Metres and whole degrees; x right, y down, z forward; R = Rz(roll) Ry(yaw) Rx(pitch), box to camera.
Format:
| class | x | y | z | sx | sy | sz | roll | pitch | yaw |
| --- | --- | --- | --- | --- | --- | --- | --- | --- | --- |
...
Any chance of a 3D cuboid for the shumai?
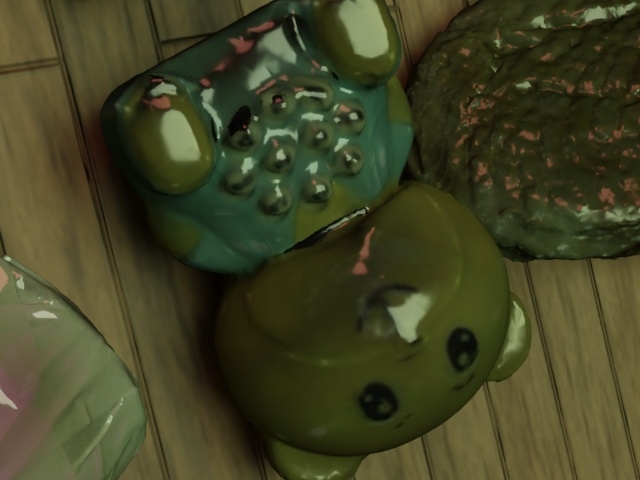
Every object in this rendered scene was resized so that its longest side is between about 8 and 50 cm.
| class | x | y | z | sx | sy | sz | roll | pitch | yaw |
| --- | --- | --- | --- | --- | --- | --- | --- | --- | --- |
| shumai | 0.185 | -0.049 | 0.855 | 0.272 | 0.204 | 0.222 | -11 | 53 | -3 |

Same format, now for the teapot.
| class | x | y | z | sx | sy | sz | roll | pitch | yaw |
| --- | --- | --- | --- | --- | --- | --- | --- | --- | --- |
| teapot | -0.190 | 0.118 | 0.575 | 0.163 | 0.221 | 0.178 | 28 | 54 | 9 |

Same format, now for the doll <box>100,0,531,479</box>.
| class | x | y | z | sx | sy | sz | roll | pitch | yaw |
| --- | --- | --- | --- | --- | --- | --- | --- | --- | --- |
| doll | 0.000 | 0.000 | 0.705 | 0.177 | 0.161 | 0.261 | -32 | 102 | -12 |
